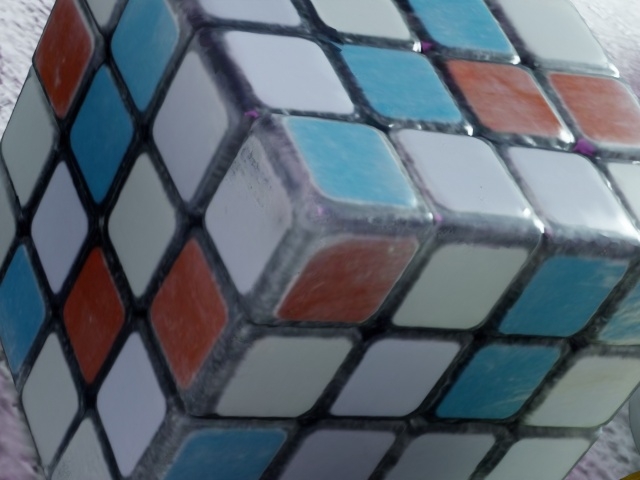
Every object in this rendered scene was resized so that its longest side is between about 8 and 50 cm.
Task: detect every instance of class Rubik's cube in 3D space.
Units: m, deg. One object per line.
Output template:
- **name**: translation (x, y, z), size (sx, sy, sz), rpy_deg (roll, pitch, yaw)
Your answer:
- **Rubik's cube**: translation (0.000, -0.001, 0.978), size (0.259, 0.256, 0.253), rpy_deg (5, 43, -32)

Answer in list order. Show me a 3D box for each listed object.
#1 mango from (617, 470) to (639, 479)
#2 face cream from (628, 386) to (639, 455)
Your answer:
- **mango**: translation (0.185, 0.166, 1.088), size (0.079, 0.057, 0.114), rpy_deg (26, 27, -1)
- **face cream**: translation (0.281, 0.067, 1.150), size (0.177, 0.153, 0.177), rpy_deg (4, 47, -5)
